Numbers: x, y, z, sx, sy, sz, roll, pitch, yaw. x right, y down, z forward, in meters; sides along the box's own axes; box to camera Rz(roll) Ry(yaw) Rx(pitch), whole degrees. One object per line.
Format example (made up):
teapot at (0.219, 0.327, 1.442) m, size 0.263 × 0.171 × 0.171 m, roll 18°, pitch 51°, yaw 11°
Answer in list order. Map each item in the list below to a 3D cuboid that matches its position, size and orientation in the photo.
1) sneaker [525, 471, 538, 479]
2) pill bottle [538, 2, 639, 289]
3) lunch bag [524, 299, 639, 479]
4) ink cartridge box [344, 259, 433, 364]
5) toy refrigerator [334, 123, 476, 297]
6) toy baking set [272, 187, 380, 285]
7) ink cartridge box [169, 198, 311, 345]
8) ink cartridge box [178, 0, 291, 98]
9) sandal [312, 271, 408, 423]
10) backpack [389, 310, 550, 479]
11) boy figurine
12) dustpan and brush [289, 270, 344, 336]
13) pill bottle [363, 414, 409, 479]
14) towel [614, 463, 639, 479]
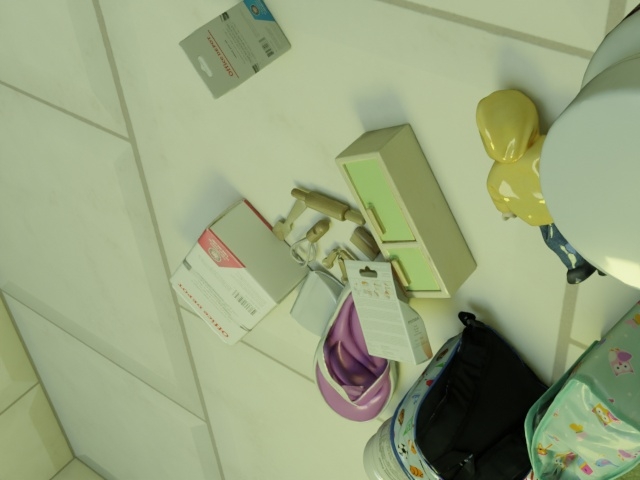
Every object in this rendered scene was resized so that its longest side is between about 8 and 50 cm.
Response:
sneaker at (0.387, 0.502, 1.671) m, size 0.128 × 0.087 × 0.221 m, roll 28°, pitch 143°, yaw 28°
pill bottle at (0.366, -0.139, 0.768) m, size 0.224 × 0.392 × 0.224 m, roll 29°, pitch 142°, yaw 26°
lunch bag at (0.413, 0.231, 1.244) m, size 0.160 × 0.223 × 0.262 m, roll 41°, pitch 148°, yaw 19°
ink cartridge box at (0.112, 0.114, 1.488) m, size 0.145 × 0.045 × 0.179 m, roll 2°, pitch 107°, yaw 60°
toy refrigerator at (0.134, -0.039, 1.391) m, size 0.102 × 0.094 × 0.270 m, roll -3°, pitch 122°, yaw 49°
toy baking set at (0.001, -0.005, 1.619) m, size 0.256 × 0.030 × 0.197 m, roll 27°, pitch 137°, yaw 27°
ink cartridge box at (-0.174, 0.074, 1.821) m, size 0.207 × 0.117 × 0.283 m, roll 47°, pitch 146°, yaw 1°
ink cartridge box at (-0.143, -0.293, 1.361) m, size 0.060 × 0.180 × 0.104 m, roll -14°, pitch 113°, yaw 53°
sandal at (0.064, 0.229, 1.671) m, size 0.169 × 0.102 × 0.416 m, roll 11°, pitch 132°, yaw 8°
backpack at (0.245, 0.307, 1.469) m, size 0.276 × 0.263 × 0.213 m, roll 44°, pitch 146°, yaw 4°
boy figurine at (0.295, -0.074, 1.183) m, size 0.285 × 0.092 × 0.177 m, roll 52°, pitch 146°, yaw -6°
dustpan and brush at (0.049, 0.160, 1.731) m, size 0.211 × 0.060 × 0.147 m, roll 42°, pitch 134°, yaw 18°
pill bottle at (0.199, 0.398, 1.702) m, size 0.160 × 0.160 × 0.283 m, roll 46°, pitch 147°, yaw 3°
towel at (0.461, 0.335, 1.386) m, size 0.148 × 0.027 × 0.110 m, roll 10°, pitch 98°, yaw 6°
